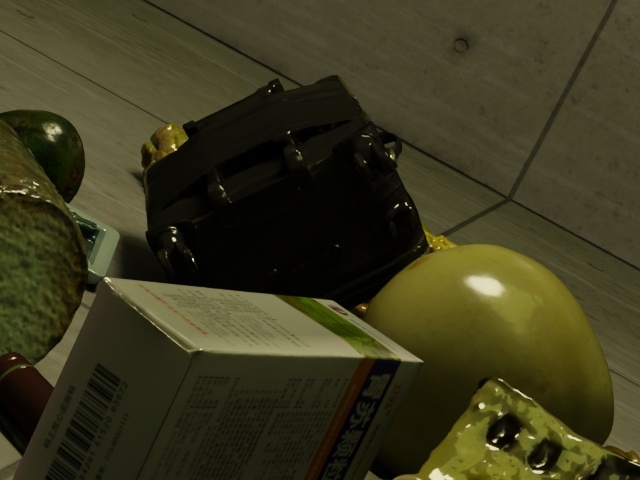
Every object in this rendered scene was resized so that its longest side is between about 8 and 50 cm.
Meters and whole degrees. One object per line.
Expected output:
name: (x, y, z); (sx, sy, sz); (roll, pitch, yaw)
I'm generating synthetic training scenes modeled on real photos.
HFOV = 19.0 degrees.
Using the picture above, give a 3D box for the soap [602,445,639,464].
soap: (0.352, 0.304, 1.938); (0.160, 0.080, 0.257); (13, 18, -44)

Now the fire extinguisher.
fire extinguisher: (-0.211, 0.143, 1.494); (0.064, 0.043, 0.158); (-19, 38, -31)

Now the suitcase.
suitcase: (-0.039, -0.033, 2.003); (0.194, 0.283, 0.434); (64, 0, -17)

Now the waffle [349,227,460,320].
waffle: (0.101, 0.060, 2.226); (0.211, 0.160, 0.055); (26, 13, 0)

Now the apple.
apple: (0.149, 0.135, 1.832); (0.262, 0.262, 0.262); (26, 12, -6)

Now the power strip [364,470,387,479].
power strip: (0.028, 0.222, 1.661); (0.286, 0.048, 0.080); (35, 12, 32)

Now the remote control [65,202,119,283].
remote control: (-0.347, -0.042, 1.955); (0.293, 0.051, 0.103); (27, 27, -9)

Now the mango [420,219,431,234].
mango: (0.000, 0.000, 2.331); (0.293, 0.143, 0.175); (14, 8, -19)

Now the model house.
model house: (0.131, 0.261, 1.465); (0.193, 0.175, 0.234); (33, 56, 17)

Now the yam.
yam: (-0.302, -0.007, 1.660); (0.168, 0.168, 0.304); (21, 12, -27)

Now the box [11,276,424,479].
box: (-0.075, 0.145, 1.400); (0.106, 0.200, 0.299); (32, 13, 30)

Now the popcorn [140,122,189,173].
popcorn: (-0.184, -0.099, 2.452); (0.089, 0.109, 0.097); (-5, -22, -6)

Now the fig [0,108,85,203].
fig: (-0.343, -0.087, 2.056); (0.177, 0.117, 0.117); (9, 10, 7)
